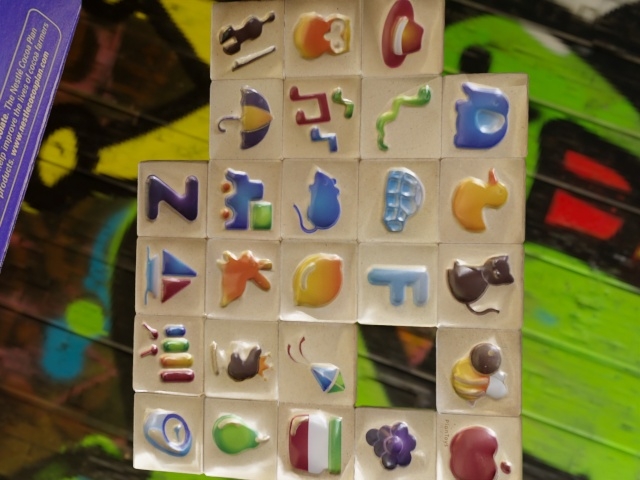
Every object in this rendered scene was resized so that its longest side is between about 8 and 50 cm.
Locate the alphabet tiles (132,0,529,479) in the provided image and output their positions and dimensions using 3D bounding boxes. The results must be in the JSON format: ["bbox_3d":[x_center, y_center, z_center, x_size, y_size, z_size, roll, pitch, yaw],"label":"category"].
[{"bbox_3d":[0.000,0.000,0.551,0.009,0.198,0.237,2,-91,-71],"label":"alphabet tiles"}]

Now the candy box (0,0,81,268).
[{"bbox_3d":[-0.277,-0.074,0.451,0.122,0.317,0.268,-17,50,36],"label":"candy box"}]
